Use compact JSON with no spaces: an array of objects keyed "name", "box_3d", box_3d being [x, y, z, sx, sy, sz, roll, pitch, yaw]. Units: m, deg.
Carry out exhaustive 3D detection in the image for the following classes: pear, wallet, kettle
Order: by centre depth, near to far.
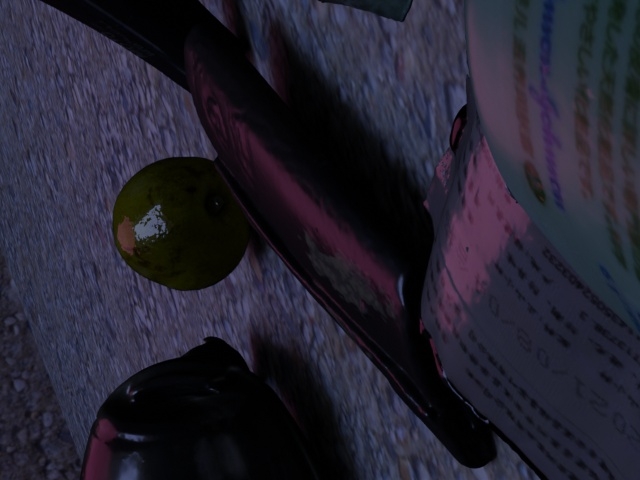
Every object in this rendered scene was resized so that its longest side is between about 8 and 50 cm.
[{"name":"wallet","box_3d":[0.000,0.000,1.091,0.321,0.044,0.170,52,165,48]},{"name":"pear","box_3d":[-0.106,-0.013,1.360,0.131,0.107,0.107,-15,93,62]},{"name":"kettle","box_3d":[-0.077,0.235,1.413,0.321,0.228,0.324,-59,-38,-70]}]

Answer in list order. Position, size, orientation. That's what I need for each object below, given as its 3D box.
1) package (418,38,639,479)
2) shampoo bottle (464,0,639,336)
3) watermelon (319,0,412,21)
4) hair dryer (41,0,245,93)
[{"name":"package","box_3d":[0.111,0.040,0.802,0.251,0.062,0.204,60,162,23]},{"name":"shampoo bottle","box_3d":[0.172,-0.009,0.391,0.349,0.151,0.222,-131,33,-54]},{"name":"watermelon","box_3d":[-0.069,-0.195,0.829,0.094,0.241,0.154,-68,31,30]},{"name":"hair dryer","box_3d":[-0.104,-0.226,1.087,0.303,0.120,0.359,40,147,-22]}]
